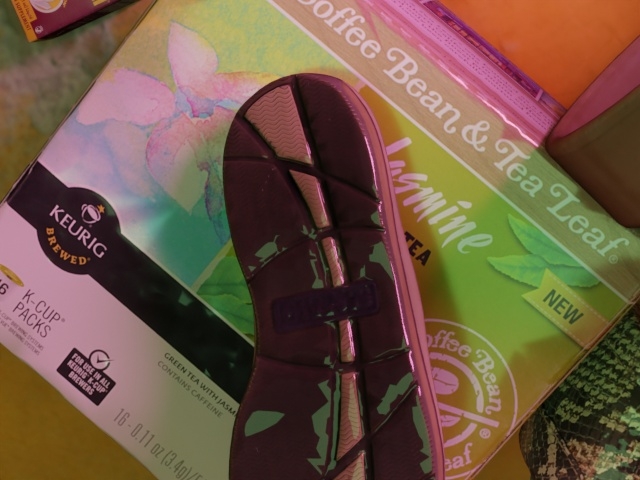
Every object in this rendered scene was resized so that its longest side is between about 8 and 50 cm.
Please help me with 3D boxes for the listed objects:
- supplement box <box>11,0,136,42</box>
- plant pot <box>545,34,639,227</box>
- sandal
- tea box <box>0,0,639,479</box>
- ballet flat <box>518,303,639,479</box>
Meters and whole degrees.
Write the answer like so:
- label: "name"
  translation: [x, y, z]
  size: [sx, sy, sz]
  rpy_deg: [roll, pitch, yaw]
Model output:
- label: "supplement box"
  translation: [-0.175, -0.181, 1.106]
  size: [0.083, 0.043, 0.055]
  rpy_deg: [-23, 94, 15]
- label: "plant pot"
  translation: [0.326, -0.057, 0.799]
  size: [0.323, 0.323, 0.280]
  rpy_deg: [-43, 90, 16]
- label: "sandal"
  translation: [0.014, 0.058, 0.871]
  size: [0.120, 0.086, 0.302]
  rpy_deg: [-3, 86, 18]
- label: "tea box"
  translation: [0.000, 0.000, 1.014]
  size: [0.329, 0.220, 0.323]
  rpy_deg: [39, 106, 2]
- label: "ballet flat"
  translation: [0.366, 0.179, 0.977]
  size: [0.483, 0.164, 0.182]
  rpy_deg: [26, 115, -2]
